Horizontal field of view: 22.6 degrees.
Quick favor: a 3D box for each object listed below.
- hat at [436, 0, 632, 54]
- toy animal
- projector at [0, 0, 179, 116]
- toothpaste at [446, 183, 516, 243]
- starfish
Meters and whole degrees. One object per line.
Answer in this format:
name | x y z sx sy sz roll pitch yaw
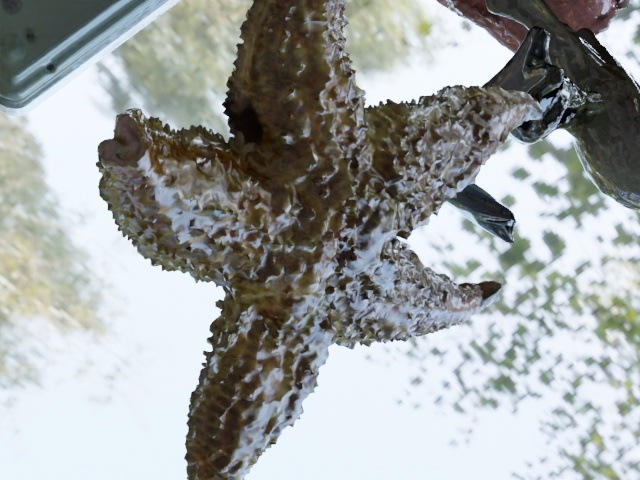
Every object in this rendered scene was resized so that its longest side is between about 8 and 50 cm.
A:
hat | 0.085 -0.251 0.864 0.237 0.286 0.107 -54 -171 23
toy animal | 0.153 -0.052 0.787 0.070 0.202 0.105 -50 -174 42
projector | -0.198 -0.229 0.993 0.192 0.257 0.099 -38 -174 -7
toothpaste | 0.060 -0.026 0.756 0.083 0.027 0.019 37 -111 25
starfish | 0.001 0.001 0.546 0.043 0.227 0.240 33 -66 39
